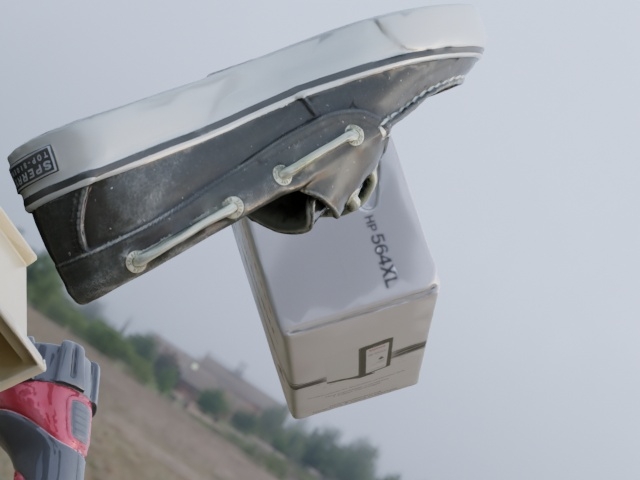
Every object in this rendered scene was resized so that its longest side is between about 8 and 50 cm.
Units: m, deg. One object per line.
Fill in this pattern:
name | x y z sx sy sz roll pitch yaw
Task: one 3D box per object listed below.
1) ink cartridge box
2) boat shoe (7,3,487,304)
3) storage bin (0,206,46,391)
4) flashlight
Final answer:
ink cartridge box | 0.000 0.000 0.837 0.203 0.086 0.148 87 -14 -71
boat shoe | -0.016 -0.037 0.608 0.078 0.219 0.070 -20 -87 61
storage bin | -0.350 0.010 0.942 0.123 0.262 0.260 -103 166 -55
flashlight | -0.250 0.234 1.297 0.103 0.304 0.103 10 -34 -13
